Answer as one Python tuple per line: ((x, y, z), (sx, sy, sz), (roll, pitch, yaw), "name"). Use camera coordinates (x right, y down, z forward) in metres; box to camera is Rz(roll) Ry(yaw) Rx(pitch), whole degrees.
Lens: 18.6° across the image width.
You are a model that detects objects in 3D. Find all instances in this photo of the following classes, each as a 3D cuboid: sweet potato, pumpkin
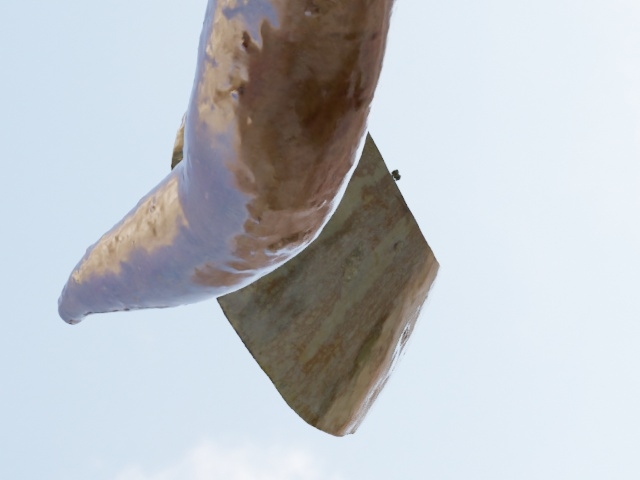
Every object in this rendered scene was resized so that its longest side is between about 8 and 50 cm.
((-0.008, -0.058, 0.573), (0.067, 0.281, 0.059), (16, -145, -15), "sweet potato")
((0.012, -0.007, 1.144), (0.217, 0.110, 0.217), (51, -162, -24), "pumpkin")
